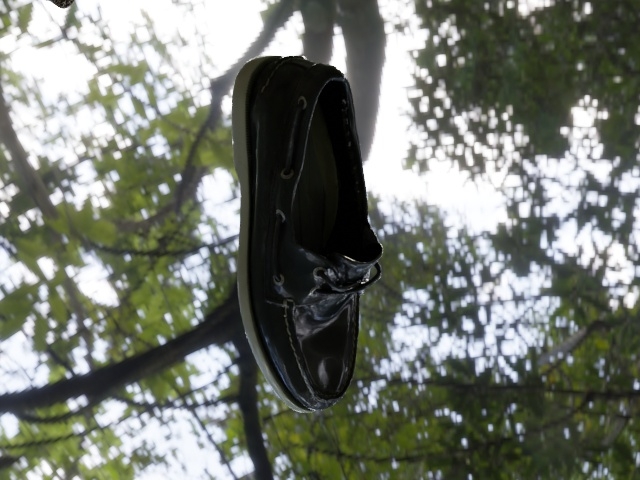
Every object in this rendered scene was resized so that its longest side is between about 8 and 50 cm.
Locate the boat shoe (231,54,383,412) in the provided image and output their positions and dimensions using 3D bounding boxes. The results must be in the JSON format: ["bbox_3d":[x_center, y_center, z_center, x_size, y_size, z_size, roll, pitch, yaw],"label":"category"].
[{"bbox_3d":[0.003,-0.001,1.151,0.113,0.340,0.127,3,-171,41],"label":"boat shoe"}]

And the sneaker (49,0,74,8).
[{"bbox_3d":[-0.350,-0.337,1.427,0.086,0.192,0.064,27,-104,25],"label":"sneaker"}]
